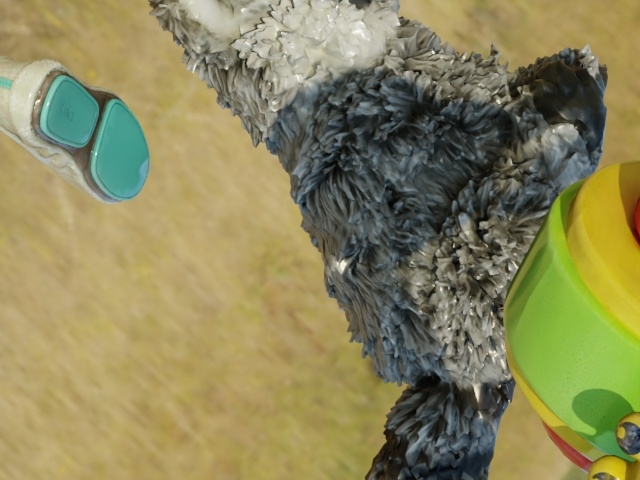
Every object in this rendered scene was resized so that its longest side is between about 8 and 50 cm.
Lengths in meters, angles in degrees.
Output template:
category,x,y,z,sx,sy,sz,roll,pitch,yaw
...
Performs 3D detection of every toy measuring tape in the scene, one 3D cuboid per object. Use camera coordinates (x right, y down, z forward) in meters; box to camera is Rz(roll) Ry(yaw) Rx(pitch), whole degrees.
category,x,y,z,sx,sy,sz,roll,pitch,yaw
toy measuring tape,0.137,-0.005,0.635,0.121,0.121,0.330,-52,-173,36

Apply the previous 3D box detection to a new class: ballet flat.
category,x,y,z,sx,sy,sz,roll,pitch,yaw
ballet flat,-0.139,-0.064,0.923,0.168,0.052,0.057,53,55,-71

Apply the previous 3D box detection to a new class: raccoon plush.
category,x,y,z,sx,sy,sz,roll,pitch,yaw
raccoon plush,0.000,0.000,1.103,0.216,0.299,0.446,117,-12,-79
